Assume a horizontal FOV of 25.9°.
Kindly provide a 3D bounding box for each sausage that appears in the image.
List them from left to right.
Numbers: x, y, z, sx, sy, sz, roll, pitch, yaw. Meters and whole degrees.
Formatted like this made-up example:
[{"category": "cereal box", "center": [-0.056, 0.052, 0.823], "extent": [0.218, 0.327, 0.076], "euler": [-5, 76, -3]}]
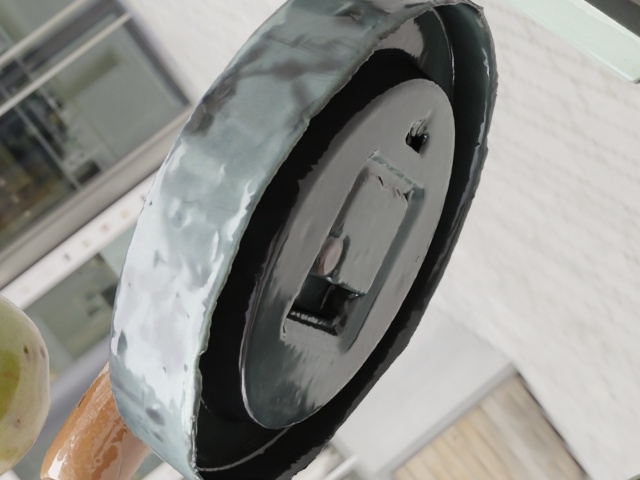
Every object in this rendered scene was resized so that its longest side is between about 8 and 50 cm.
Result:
[{"category": "sausage", "center": [-0.260, 0.222, 1.914], "extent": [0.121, 0.304, 0.121], "euler": [30, 163, 10]}]

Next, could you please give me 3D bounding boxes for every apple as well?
[{"category": "apple", "center": [-0.565, 0.208, 2.015], "extent": [0.338, 0.338, 0.305], "euler": [49, 166, 22]}]

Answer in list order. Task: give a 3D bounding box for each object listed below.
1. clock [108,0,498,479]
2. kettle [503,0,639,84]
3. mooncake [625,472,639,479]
[{"category": "clock", "center": [0.000, 0.000, 0.820], "extent": [0.067, 0.325, 0.325], "euler": [27, 164, 22]}, {"category": "kettle", "center": [0.231, -0.327, 1.350], "extent": [0.376, 0.250, 0.361], "euler": [34, -159, -6]}, {"category": "mooncake", "center": [0.280, 0.337, 0.962], "extent": [0.356, 0.356, 0.194], "euler": [51, 150, 10]}]
